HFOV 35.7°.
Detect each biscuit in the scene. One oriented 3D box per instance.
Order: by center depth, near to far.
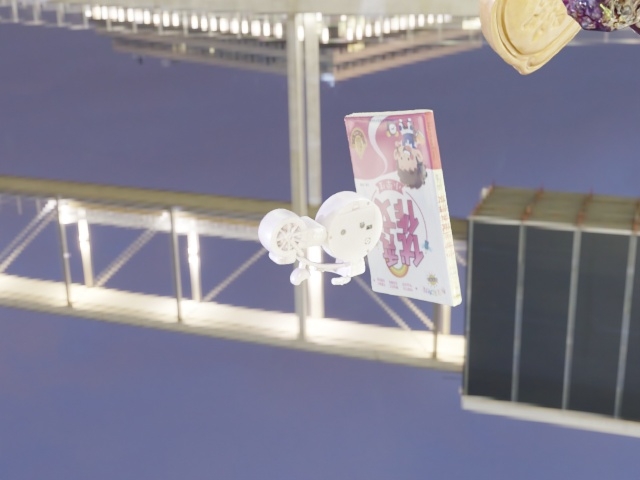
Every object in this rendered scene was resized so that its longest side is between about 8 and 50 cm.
[{"bbox_3d":[0.169,-0.181,0.726,0.023,0.118,0.140,47,-163,29],"label":"biscuit"}]

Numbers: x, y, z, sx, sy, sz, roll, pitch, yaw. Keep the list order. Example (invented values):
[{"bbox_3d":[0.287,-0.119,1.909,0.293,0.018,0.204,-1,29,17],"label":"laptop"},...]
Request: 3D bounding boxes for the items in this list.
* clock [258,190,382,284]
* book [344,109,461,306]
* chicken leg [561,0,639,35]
[{"bbox_3d":[0.000,0.000,0.950,0.129,0.087,0.041,-8,-155,-33],"label":"clock"},{"bbox_3d":[0.098,-0.041,1.204,0.022,0.232,0.162,-16,-167,-30],"label":"book"},{"bbox_3d":[0.151,-0.079,0.352,0.093,0.053,0.205,31,-159,18],"label":"chicken leg"}]
